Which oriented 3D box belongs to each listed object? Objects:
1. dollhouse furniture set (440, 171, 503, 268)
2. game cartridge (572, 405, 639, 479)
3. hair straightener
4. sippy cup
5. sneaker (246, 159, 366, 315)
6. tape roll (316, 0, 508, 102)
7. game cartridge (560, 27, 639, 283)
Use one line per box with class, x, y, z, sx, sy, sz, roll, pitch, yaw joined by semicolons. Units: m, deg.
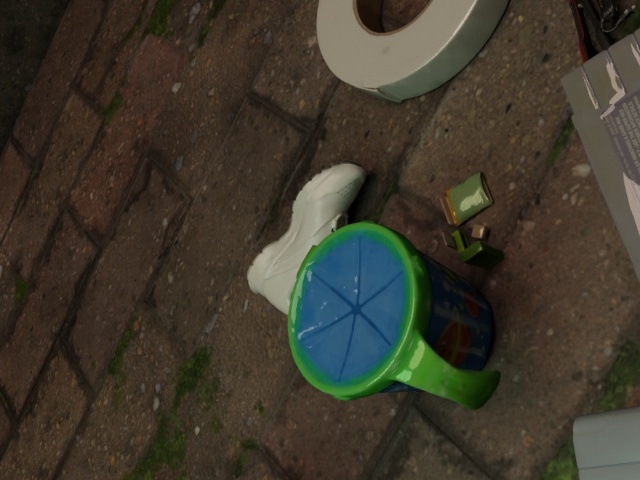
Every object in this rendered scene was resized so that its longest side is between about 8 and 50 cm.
dollhouse furniture set;0.212;-0.032;1.306;0.076;0.059;0.151;-36;53;32
game cartridge;0.375;0.320;0.942;0.198;0.062;0.297;-32;59;55
hair straightener;0.394;-0.298;1.226;0.089;0.047;0.230;-28;53;37
sippy cup;0.112;0.112;1.239;0.240;0.224;0.305;-32;55;35
sneaker;0.000;0.000;1.508;0.129;0.111;0.297;43;113;29
tape roll;0.151;-0.426;1.500;0.392;0.072;0.391;-17;65;42
game cartridge;0.444;-0.098;1.066;0.230;0.068;0.354;-34;62;39
